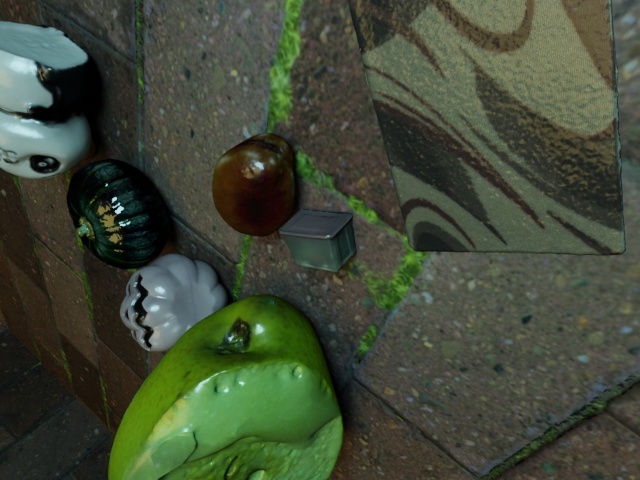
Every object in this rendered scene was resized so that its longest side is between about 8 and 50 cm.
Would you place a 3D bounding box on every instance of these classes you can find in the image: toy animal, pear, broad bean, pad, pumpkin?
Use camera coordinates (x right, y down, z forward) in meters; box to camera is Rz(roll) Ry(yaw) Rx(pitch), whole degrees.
[{"bbox_3d":[-0.470,-0.213,0.723,0.187,0.165,0.235,18,118,-12],"label":"toy animal"},{"bbox_3d":[-0.125,0.225,0.681,0.238,0.342,0.318,48,126,52],"label":"pear"},{"bbox_3d":[-0.087,-0.066,0.587,0.114,0.084,0.165,33,140,14],"label":"broad bean"},{"bbox_3d":[0.143,-0.131,0.410,0.219,0.004,0.331,-1,117,40],"label":"pad"},{"bbox_3d":[-0.359,-0.043,0.781,0.201,0.140,0.202,22,124,35],"label":"pumpkin"}]

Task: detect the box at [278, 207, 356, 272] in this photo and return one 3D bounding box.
[{"bbox_3d":[0.000,0.000,0.579,0.084,0.060,0.063,6,126,35],"label":"box"}]

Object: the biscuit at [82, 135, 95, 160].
[{"bbox_3d":[-0.485,-0.212,0.860,0.140,0.023,0.118,11,121,34],"label":"biscuit"}]

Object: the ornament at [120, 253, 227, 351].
[{"bbox_3d":[-0.260,0.113,0.786,0.177,0.177,0.178,21,129,28],"label":"ornament"}]
